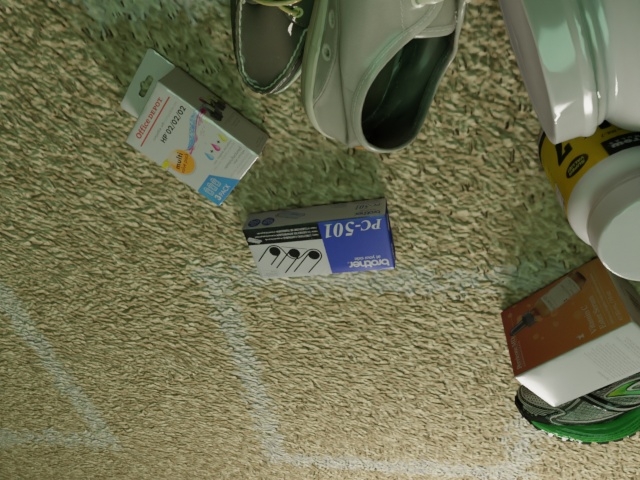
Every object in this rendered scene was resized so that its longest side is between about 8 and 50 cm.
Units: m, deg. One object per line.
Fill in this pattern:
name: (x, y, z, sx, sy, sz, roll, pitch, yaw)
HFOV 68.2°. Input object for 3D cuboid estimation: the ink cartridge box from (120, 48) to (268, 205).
ink cartridge box: (-0.172, -0.141, 0.606, 0.181, 0.062, 0.104, 35, 124, -15)

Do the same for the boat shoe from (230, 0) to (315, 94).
boat shoe: (-0.033, -0.278, 0.459, 0.109, 0.091, 0.305, 20, 127, -4)

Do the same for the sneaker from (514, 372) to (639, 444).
sneaker: (0.460, 0.190, 0.713, 0.343, 0.134, 0.146, -25, 112, 16)

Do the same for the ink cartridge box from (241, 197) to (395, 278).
ink cartridge box: (0.000, 0.000, 0.690, 0.207, 0.046, 0.097, -6, 126, 15)

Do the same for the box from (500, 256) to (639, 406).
box: (0.361, 0.130, 0.667, 0.091, 0.130, 0.170, 37, 124, -18)

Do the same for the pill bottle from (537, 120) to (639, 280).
pill bottle: (0.306, -0.063, 0.483, 0.119, 0.208, 0.119, 5, 127, 6)

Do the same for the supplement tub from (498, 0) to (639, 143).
supplement tub: (0.310, -0.220, 0.352, 0.316, 0.228, 0.228, -19, 121, 23)

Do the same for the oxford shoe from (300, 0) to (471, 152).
oxford shoe: (0.077, -0.259, 0.383, 0.130, 0.169, 0.449, 46, 146, 31)
